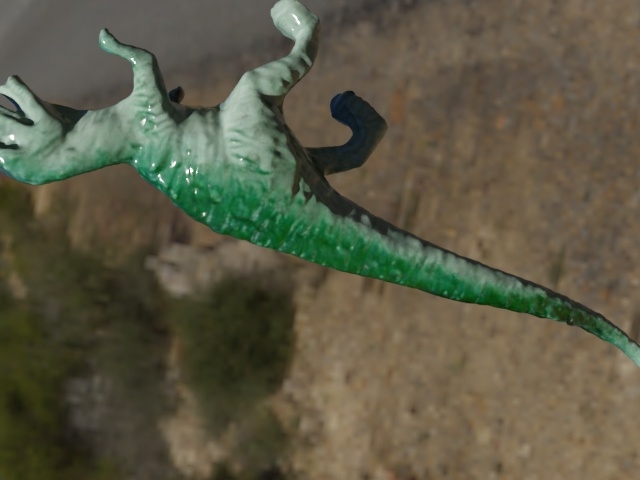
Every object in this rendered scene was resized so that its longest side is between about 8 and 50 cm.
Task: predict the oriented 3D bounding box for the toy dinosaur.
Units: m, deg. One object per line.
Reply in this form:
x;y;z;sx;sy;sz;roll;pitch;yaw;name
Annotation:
0.014;-0.046;0.965;0.076;0.383;0.129;137;147;-75;toy dinosaur
